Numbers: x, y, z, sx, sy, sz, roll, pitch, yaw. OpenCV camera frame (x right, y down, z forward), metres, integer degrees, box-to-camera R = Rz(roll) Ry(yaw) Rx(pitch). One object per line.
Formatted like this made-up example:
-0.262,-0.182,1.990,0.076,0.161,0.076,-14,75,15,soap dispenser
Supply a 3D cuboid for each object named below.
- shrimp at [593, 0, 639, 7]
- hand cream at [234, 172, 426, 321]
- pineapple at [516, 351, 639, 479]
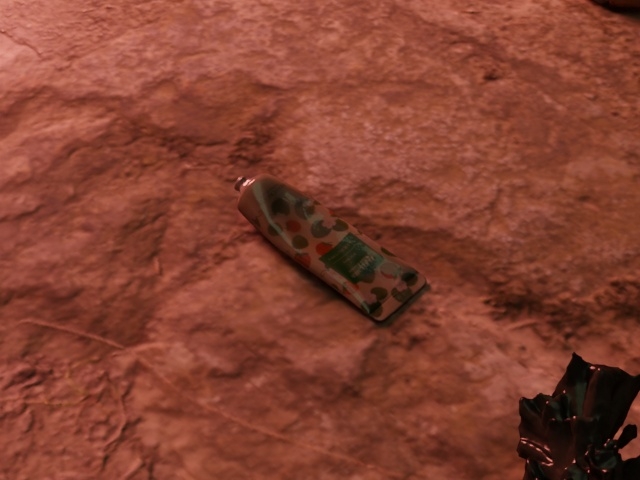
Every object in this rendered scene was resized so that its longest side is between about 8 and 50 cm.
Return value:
0.263,-0.288,1.501,0.133,0.053,0.236,-18,47,11,shrimp
0.000,0.000,1.220,0.165,0.037,0.057,35,55,24,hand cream
0.156,0.179,0.971,0.128,0.128,0.248,6,41,7,pineapple
